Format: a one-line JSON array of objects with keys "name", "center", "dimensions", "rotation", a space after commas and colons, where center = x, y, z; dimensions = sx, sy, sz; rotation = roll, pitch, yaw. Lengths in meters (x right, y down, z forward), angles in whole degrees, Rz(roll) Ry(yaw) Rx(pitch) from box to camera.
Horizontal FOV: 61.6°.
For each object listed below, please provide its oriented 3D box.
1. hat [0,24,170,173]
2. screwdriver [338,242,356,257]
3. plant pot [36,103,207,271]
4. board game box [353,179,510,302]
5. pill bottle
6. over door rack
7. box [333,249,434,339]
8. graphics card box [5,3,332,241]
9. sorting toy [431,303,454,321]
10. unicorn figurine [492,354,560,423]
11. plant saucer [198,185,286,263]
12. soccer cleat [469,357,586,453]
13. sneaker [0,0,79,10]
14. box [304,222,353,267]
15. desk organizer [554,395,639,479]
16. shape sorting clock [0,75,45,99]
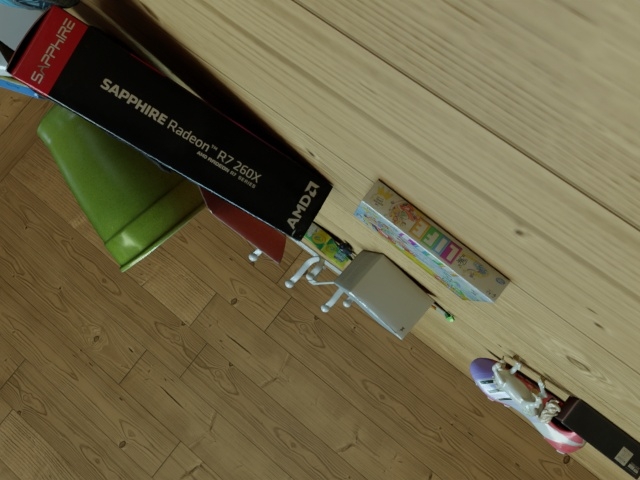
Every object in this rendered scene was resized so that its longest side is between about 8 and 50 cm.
[{"name": "hat", "center": [-0.351, -0.259, 0.891], "dimensions": [0.331, 0.134, 0.331], "rotation": [39, -178, -2]}, {"name": "screwdriver", "center": [0.071, 0.034, 1.218], "dimensions": [0.025, 0.024, 0.170], "rotation": [68, -170, 23]}, {"name": "plant pot", "center": [-0.425, -0.178, 1.223], "dimensions": [0.353, 0.366, 0.366], "rotation": [51, 173, -13]}, {"name": "board game box", "center": [0.105, 0.004, 0.543], "dimensions": [0.154, 0.026, 0.103], "rotation": [38, 176, 3]}, {"name": "pill bottle", "center": [-0.636, -0.430, 1.072], "dimensions": [0.188, 0.188, 0.334], "rotation": [41, 175, -36]}, {"name": "over door rack", "center": [-0.060, 0.063, 1.317], "dimensions": [0.240, 0.108, 0.324], "rotation": [38, 173, -16]}, {"name": "box", "center": [0.112, 0.095, 1.001], "dimensions": [0.130, 0.091, 0.170], "rotation": [42, 175, -7]}, {"name": "graphics card box", "center": [-0.186, -0.140, 0.701], "dimensions": [0.371, 0.094, 0.233], "rotation": [32, 179, -26]}, {"name": "sorting toy", "center": [0.220, 0.128, 1.022], "dimensions": [0.062, 0.012, 0.083], "rotation": [41, 176, -28]}, {"name": "unicorn figurine", "center": [0.328, 0.240, 0.902], "dimensions": [0.111, 0.060, 0.161], "rotation": [78, 172, -46]}, {"name": "plant saucer", "center": [-0.161, -0.106, 1.009], "dimensions": [0.259, 0.048, 0.258], "rotation": [62, -171, 30]}, {"name": "soccer cleat", "center": [0.399, 0.300, 1.036], "dimensions": [0.248, 0.083, 0.095], "rotation": [41, 149, 35]}, {"name": "sneaker", "center": [-0.309, -0.301, 0.475], "dimensions": [0.125, 0.104, 0.262], "rotation": [22, 178, 16]}, {"name": "box", "center": [0.000, 0.000, 1.276], "dimensions": [0.179, 0.043, 0.105], "rotation": [36, 175, 42]}, {"name": "desk organizer", "center": [0.434, 0.301, 0.830], "dimensions": [0.130, 0.047, 0.050], "rotation": [38, 178, 10]}, {"name": "shape sorting clock", "center": [-0.644, -0.352, 1.231], "dimensions": [0.206, 0.040, 0.206], "rotation": [15, -168, -3]}]
